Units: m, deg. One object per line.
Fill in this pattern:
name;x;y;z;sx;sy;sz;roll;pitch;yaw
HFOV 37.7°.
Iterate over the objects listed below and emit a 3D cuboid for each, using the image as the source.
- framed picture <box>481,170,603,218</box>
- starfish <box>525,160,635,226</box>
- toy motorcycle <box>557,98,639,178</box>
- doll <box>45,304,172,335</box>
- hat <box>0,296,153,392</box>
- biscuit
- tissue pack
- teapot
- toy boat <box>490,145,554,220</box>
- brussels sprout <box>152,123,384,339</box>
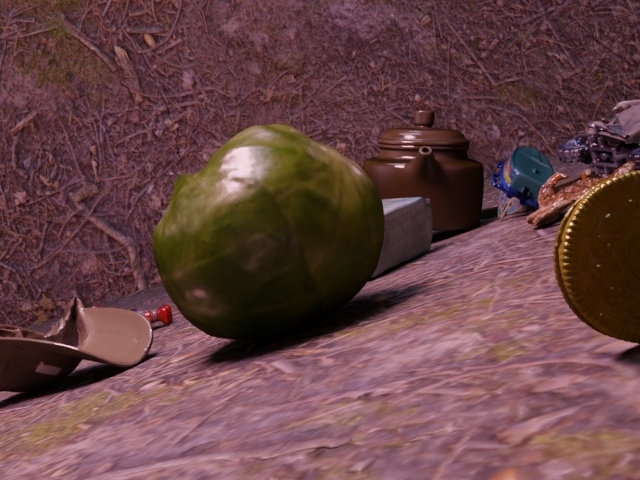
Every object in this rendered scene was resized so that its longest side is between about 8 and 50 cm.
framed picture;0.408;-0.090;1.471;0.281;0.019;0.209;-19;3;-19
starfish;0.317;-0.049;1.137;0.150;0.053;0.209;-30;7;0
toy motorcycle;0.473;-0.145;1.329;0.204;0.108;0.239;-23;30;-13
doll;-0.326;0.130;1.441;0.195;0.062;0.104;-10;20;-2
hat;-0.295;0.143;1.093;0.173;0.144;0.166;31;24;21
biscuit;0.155;0.008;0.454;0.084;0.084;0.023;-18;3;-3
tissue pack;0.000;0.000;1.269;0.263;0.089;0.177;-4;10;36
teapot;0.157;-0.112;1.439;0.186;0.175;0.267;3;9;3
toy boat;0.279;-0.075;1.340;0.110;0.091;0.175;-61;-1;28
brussels sprout;-0.054;-0.004;0.925;0.244;0.244;0.244;-18;3;1
